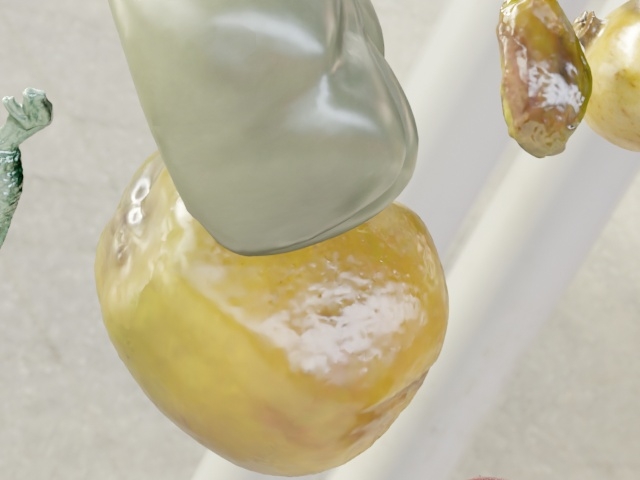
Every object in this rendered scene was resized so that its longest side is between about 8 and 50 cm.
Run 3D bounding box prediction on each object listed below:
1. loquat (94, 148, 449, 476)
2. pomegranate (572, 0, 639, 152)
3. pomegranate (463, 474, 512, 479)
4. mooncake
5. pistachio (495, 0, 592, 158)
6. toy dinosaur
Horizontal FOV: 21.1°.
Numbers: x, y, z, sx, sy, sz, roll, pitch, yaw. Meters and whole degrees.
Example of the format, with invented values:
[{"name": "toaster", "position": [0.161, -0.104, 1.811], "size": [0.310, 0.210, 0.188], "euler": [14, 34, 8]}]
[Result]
[{"name": "loquat", "position": [-0.044, 0.051, 1.392], "size": [0.284, 0.276, 0.276], "euler": [31, 23, -16]}, {"name": "pomegranate", "position": [0.341, -0.175, 1.752], "size": [0.196, 0.196, 0.196], "euler": [23, 25, -11]}, {"name": "pomegranate", "position": [0.209, 0.406, 2.115], "size": [0.210, 0.235, 0.210], "euler": [3, -10, 0]}, {"name": "mooncake", "position": [-0.036, -0.124, 1.075], "size": [0.275, 0.135, 0.275], "euler": [-22, 90, -79]}, {"name": "pistachio", "position": [0.220, -0.167, 1.662], "size": [0.089, 0.173, 0.049], "euler": [-5, -1, -12]}, {"name": "toy dinosaur", "position": [-0.396, -0.025, 1.847], "size": [0.129, 0.383, 0.076], "euler": [20, 36, -13]}]
